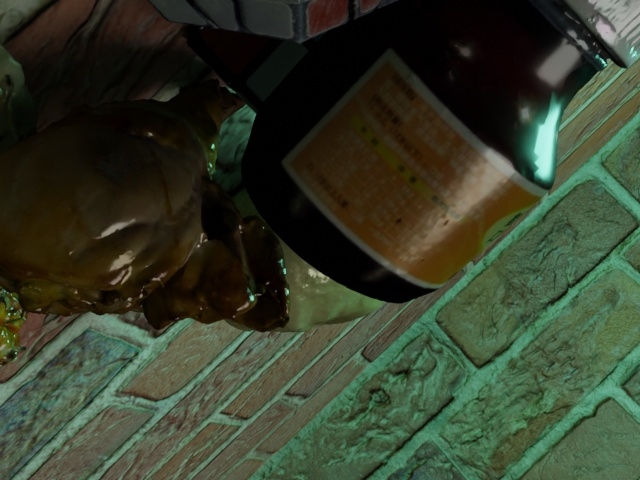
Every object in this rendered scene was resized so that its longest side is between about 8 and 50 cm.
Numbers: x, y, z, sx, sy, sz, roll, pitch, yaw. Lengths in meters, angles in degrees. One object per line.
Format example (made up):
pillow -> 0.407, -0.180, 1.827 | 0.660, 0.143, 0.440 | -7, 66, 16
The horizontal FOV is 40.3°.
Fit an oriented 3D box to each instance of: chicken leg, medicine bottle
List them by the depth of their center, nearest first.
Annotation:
medicine bottle -> 0.132, -0.144, 0.735 | 0.395, 0.242, 0.242 | -45, 161, 24
chicken leg -> -0.135, -0.034, 0.854 | 0.182, 0.295, 0.409 | -48, -170, 32

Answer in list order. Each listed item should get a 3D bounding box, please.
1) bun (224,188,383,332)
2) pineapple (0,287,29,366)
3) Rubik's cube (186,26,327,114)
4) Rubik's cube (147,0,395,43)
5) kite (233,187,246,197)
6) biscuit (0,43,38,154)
bun -> 0.003, 0.003, 1.165 | 0.364, 0.202, 0.364 | -27, -167, 7
pineapple -> -0.354, 0.046, 0.890 | 0.164, 0.140, 0.250 | -46, 157, 5
Rubik's cube -> -0.006, -0.210, 0.960 | 0.183, 0.180, 0.167 | -49, 160, 11
Rubik's cube -> -0.035, -0.296, 0.605 | 0.319, 0.319, 0.264 | -31, 131, -29
kite -> -0.067, -0.086, 1.344 | 0.232, 0.009, 0.189 | -10, 143, -55
biscuit -> -0.344, -0.107, 0.689 | 0.329, 0.078, 0.335 | -17, 148, -45
